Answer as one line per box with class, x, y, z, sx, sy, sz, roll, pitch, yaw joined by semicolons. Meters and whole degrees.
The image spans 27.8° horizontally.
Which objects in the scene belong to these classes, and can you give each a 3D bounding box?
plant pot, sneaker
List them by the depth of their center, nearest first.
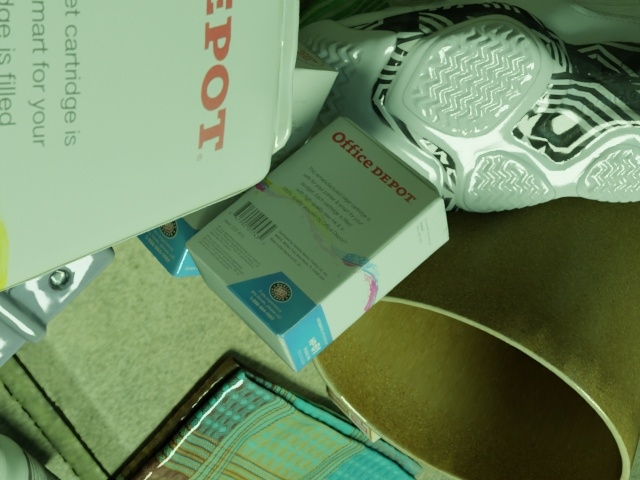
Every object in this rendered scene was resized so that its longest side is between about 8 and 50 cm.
sneaker;0.151;-0.130;0.861;0.366;0.210;0.137;1;130;-5
plant pot;0.152;0.019;0.928;0.254;0.237;0.237;-58;153;-27

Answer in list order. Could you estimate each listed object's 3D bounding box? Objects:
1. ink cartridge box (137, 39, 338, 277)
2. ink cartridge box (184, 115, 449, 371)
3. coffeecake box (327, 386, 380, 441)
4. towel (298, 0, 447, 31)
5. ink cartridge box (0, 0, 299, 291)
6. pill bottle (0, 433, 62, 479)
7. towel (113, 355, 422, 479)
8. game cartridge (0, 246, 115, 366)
ink cartridge box;-0.060;-0.081;0.764;0.062;0.104;0.181;-3;128;-47
ink cartridge box;0.000;0.000;0.738;0.122;0.088;0.052;-41;149;-12
coffeecake box;0.078;0.063;1.095;0.142;0.068;0.185;-31;144;-23
towel;0.096;-0.137;0.934;0.325;0.038;0.248;-39;145;-10
ink cartridge box;-0.187;-0.114;0.446;0.385;0.160;0.279;-25;130;-45
pill bottle;-0.223;0.178;0.885;0.078;0.078;0.137;-40;145;-8
towel;-0.071;0.257;1.165;0.271;0.040;0.370;-48;146;2
game cartridge;-0.303;0.061;0.653;0.355;0.068;0.230;-45;135;-2
